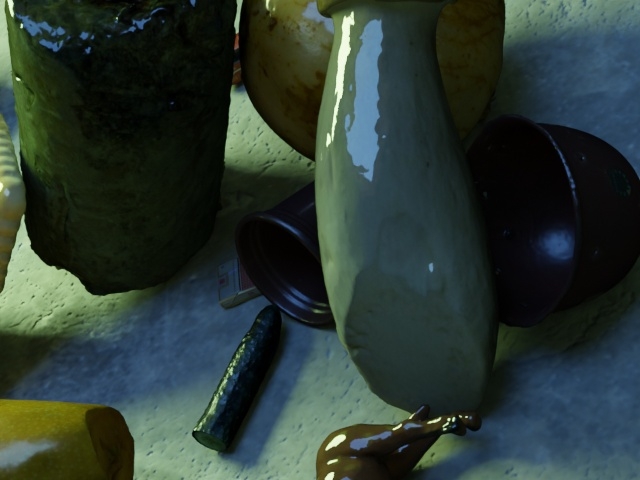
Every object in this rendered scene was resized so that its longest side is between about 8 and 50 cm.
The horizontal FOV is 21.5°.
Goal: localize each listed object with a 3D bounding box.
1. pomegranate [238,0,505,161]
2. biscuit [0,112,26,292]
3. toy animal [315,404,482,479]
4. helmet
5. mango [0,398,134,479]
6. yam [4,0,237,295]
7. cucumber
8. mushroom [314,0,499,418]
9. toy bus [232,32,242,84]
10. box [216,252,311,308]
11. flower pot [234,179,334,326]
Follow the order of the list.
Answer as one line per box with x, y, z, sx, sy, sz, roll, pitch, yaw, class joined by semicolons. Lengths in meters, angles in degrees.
0.046;-0.165;1.392;0.248;0.248;0.248;-19;43;18;pomegranate
-0.309;0.023;1.476;0.250;0.030;0.160;-68;29;28;biscuit
0.010;0.219;1.155;0.229;0.066;0.224;-25;36;21;toy animal
0.175;-0.014;1.238;0.175;0.106;0.155;-33;64;57;helmet
-0.290;0.187;1.297;0.359;0.144;0.187;-12;5;45;mango
-0.167;-0.117;1.424;0.195;0.300;0.195;3;49;-4;yam
-0.060;0.106;1.342;0.032;0.032;0.133;2;51;36;cucumber
0.058;-0.041;1.218;0.128;0.128;0.350;-5;88;31;mushroom
-0.058;-0.188;1.616;0.110;0.043;0.031;-31;40;6;toy bus
-0.048;0.024;1.427;0.083;0.012;0.046;-22;43;13;box
0.000;0.000;1.361;0.111;0.111;0.089;14;45;42;flower pot
